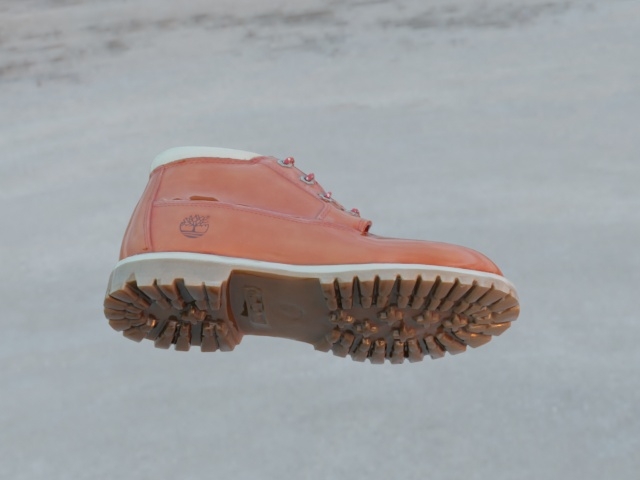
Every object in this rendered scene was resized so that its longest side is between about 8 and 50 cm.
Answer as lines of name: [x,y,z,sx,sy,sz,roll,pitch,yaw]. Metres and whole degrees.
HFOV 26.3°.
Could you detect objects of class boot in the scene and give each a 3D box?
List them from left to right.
boot: [0.000,0.000,0.538,0.158,0.059,0.084,6,51,1]
